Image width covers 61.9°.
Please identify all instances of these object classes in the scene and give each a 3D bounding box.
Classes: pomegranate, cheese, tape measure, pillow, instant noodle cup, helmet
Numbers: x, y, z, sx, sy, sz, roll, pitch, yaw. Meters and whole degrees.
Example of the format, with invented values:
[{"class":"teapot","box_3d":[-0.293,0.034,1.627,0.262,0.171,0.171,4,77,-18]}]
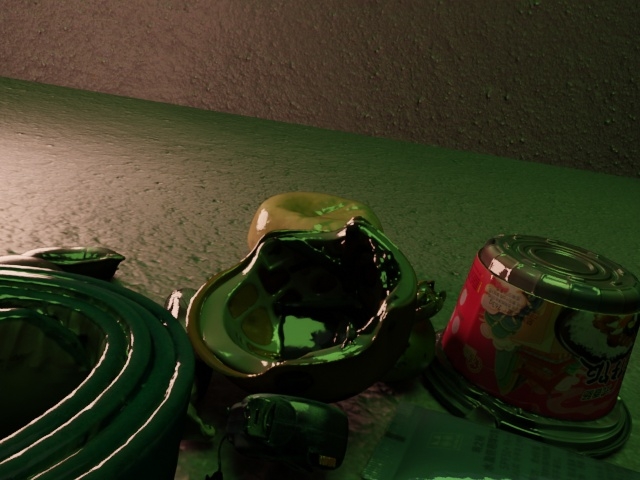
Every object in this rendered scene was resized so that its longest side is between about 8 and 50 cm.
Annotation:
[{"class":"pomegranate","box_3d":[0.091,0.099,0.625,0.114,0.142,0.115,22,36,-17]},{"class":"cheese","box_3d":[0.000,0.000,0.874,0.235,0.117,0.218,3,23,-12]},{"class":"tape measure","box_3d":[-0.033,0.207,0.419,0.107,0.104,0.180,21,47,-19]},{"class":"pillow","box_3d":[-0.326,0.033,0.689,0.135,0.055,0.091,1,11,-29]},{"class":"instant noodle cup","box_3d":[0.263,0.102,0.644,0.258,0.182,0.302,8,20,-5]},{"class":"helmet","box_3d":[-0.007,0.085,0.541,0.224,0.130,0.198,-19,35,3]}]

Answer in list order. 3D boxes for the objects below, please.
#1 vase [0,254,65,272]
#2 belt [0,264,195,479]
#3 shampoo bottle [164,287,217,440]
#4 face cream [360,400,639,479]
[{"class":"vase","box_3d":[-0.310,0.069,0.555,0.120,0.120,0.183,2,6,-24]},{"class":"belt","box_3d":[-0.277,0.133,0.289,0.300,0.173,0.436,26,24,38]},{"class":"shampoo bottle","box_3d":[-0.139,0.124,0.557,0.063,0.057,0.208,13,21,-17]},{"class":"face cream","box_3d":[0.234,0.228,0.445,0.385,0.086,0.135,13,17,21]}]
